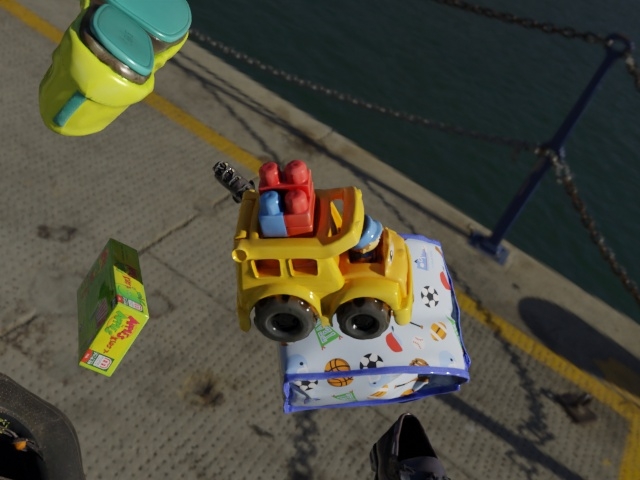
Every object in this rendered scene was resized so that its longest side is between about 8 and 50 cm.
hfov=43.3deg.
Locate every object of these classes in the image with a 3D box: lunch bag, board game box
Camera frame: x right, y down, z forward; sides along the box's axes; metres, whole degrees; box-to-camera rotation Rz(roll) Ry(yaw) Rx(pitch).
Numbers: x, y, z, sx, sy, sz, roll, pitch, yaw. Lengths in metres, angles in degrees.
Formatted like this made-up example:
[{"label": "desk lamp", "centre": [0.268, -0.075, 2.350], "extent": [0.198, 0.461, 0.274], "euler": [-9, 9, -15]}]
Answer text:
[{"label": "lunch bag", "centre": [0.096, 0.167, 1.670], "extent": [0.385, 0.239, 0.328], "euler": [-6, 62, -5]}, {"label": "board game box", "centre": [-0.264, 0.079, 1.012], "extent": [0.043, 0.092, 0.181], "euler": [29, 14, -27]}]

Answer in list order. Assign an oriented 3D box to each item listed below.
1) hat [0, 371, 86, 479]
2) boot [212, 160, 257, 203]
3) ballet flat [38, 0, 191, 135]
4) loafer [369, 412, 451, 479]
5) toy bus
[{"label": "hat", "centre": [-0.447, 0.326, 1.020], "extent": [0.331, 0.134, 0.331], "euler": [42, 22, -22]}, {"label": "boot", "centre": [-0.167, -0.096, 1.878], "extent": [0.229, 0.091, 0.263], "euler": [45, -4, 3]}, {"label": "ballet flat", "centre": [-0.144, -0.131, 0.553], "extent": [0.077, 0.077, 0.231], "euler": [37, 20, -19]}, {"label": "loafer", "centre": [0.139, 0.345, 1.207], "extent": [0.109, 0.095, 0.302], "euler": [25, 5, -10]}, {"label": "toy bus", "centre": [0.000, 0.000, 0.960], "extent": [0.220, 0.212, 0.150], "euler": [-1, 41, 6]}]
